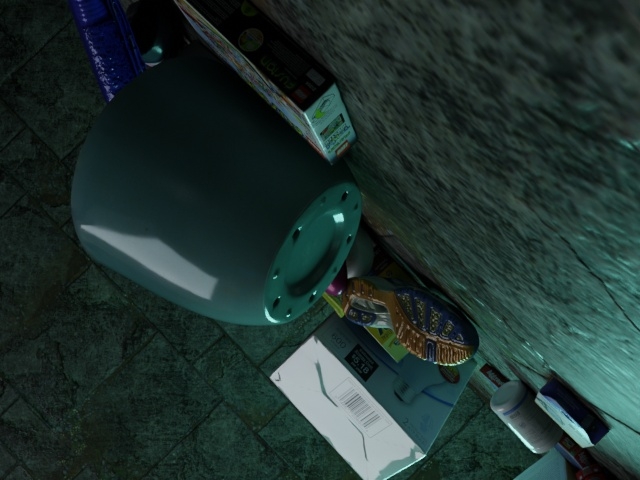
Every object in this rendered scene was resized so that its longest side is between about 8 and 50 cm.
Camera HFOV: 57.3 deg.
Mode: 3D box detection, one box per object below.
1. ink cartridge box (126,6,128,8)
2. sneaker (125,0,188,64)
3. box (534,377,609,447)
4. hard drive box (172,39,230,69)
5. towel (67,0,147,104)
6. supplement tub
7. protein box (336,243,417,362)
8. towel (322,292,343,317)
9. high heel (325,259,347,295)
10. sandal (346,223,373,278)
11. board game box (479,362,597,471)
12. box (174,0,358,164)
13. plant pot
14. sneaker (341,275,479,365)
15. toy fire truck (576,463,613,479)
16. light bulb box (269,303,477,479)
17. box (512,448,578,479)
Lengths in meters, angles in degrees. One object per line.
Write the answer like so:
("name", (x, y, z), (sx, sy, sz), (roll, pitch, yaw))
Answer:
("ink cartridge box", (-0.451, -0.514, 1.800), (0.385, 0.091, 0.308), (45, 178, 34))
("sneaker", (-0.286, -0.369, 1.074), (0.131, 0.112, 0.319), (19, -168, -31))
("box", (0.303, 0.211, 0.714), (0.081, 0.028, 0.136), (46, 177, 26))
("hard drive box", (-0.147, -0.212, 1.008), (0.232, 0.089, 0.181), (46, 178, 36))
("towel", (-0.344, -0.359, 0.903), (0.228, 0.076, 0.308), (-130, 24, -50))
("supplement tub", (0.345, 0.295, 0.984), (0.107, 0.071, 0.071), (47, 179, -4))
("protein box", (0.144, 0.137, 1.244), (0.200, 0.136, 0.201), (47, 179, 12))
("towel", (-0.034, 0.066, 1.207), (0.237, 0.021, 0.102), (45, 175, 11))
("high heel", (-0.104, -0.031, 1.101), (0.181, 0.127, 0.377), (-11, -130, -39))
("sandal", (-0.026, -0.062, 1.226), (0.102, 0.169, 0.416), (-11, -133, -41))
("board game box", (0.428, 0.355, 1.135), (0.145, 0.027, 0.281), (49, 178, -27))
("box", (-0.055, -0.164, 0.524), (0.207, 0.036, 0.114), (46, 179, 20))
("plant pot", (-0.094, -0.037, 0.697), (0.235, 0.293, 0.293), (29, 172, 23))
("sneaker", (0.170, 0.117, 1.011), (0.131, 0.112, 0.296), (-5, -162, -37))
("toy fire truck", (0.498, 0.470, 0.942), (0.192, 0.047, 0.135), (48, -162, -10))
("light bulb box", (0.139, 0.318, 1.435), (0.358, 0.225, 0.361), (46, -141, 5))
("box", (0.461, 0.559, 1.060), (0.215, 0.168, 0.345), (47, -162, 11))
